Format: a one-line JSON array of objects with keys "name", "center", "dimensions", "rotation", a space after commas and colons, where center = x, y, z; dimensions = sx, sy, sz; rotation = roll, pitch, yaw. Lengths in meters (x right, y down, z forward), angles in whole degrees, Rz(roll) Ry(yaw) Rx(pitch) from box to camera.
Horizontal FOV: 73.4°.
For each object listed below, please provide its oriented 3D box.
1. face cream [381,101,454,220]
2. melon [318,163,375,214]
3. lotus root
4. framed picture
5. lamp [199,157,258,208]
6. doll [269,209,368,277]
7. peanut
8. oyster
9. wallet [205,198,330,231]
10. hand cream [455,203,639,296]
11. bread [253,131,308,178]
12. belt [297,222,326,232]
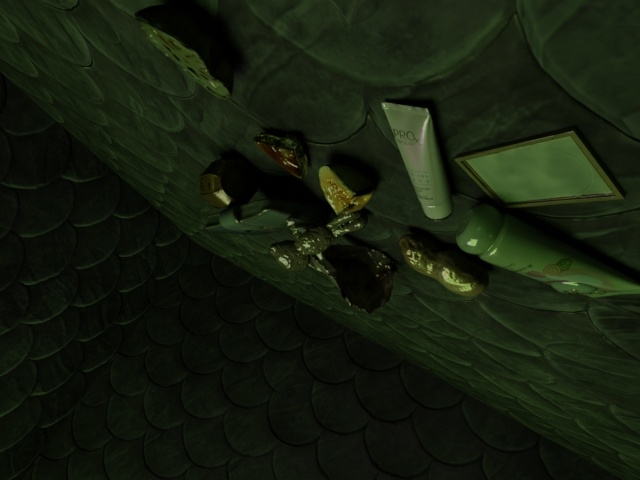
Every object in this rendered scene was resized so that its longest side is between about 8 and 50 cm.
[{"name": "face cream", "center": [0.177, -0.131, 0.731], "dimensions": [0.092, 0.058, 0.243], "rotation": [24, 157, 44]}, {"name": "melon", "center": [0.058, -0.127, 0.947], "dimensions": [0.128, 0.079, 0.160], "rotation": [51, 165, 2]}, {"name": "lotus root", "center": [-0.231, -0.359, 0.797], "dimensions": [0.204, 0.077, 0.183], "rotation": [37, 176, -1]}, {"name": "framed picture", "center": [0.314, -0.098, 0.638], "dimensions": [0.136, 0.010, 0.201], "rotation": [38, 164, -21]}, {"name": "lamp", "center": [-0.285, -0.173, 1.320], "dimensions": [0.161, 0.161, 0.185], "rotation": [41, 161, -27]}, {"name": "doll", "center": [-0.014, -0.009, 1.165], "dimensions": [0.203, 0.091, 0.285], "rotation": [19, 133, -12]}, {"name": "peanut", "center": [0.286, 0.055, 1.017], "dimensions": [0.228, 0.085, 0.104], "rotation": [29, 155, 20]}, {"name": "oyster", "center": [0.060, 0.089, 1.304], "dimensions": [0.337, 0.197, 0.133], "rotation": [27, 147, 6]}, {"name": "wallet", "center": [-0.173, -0.063, 1.294], "dimensions": [0.252, 0.083, 0.361], "rotation": [3, 172, -42]}, {"name": "hand cream", "center": [0.393, 0.030, 0.760], "dimensions": [0.306, 0.093, 0.147], "rotation": [23, 167, 0]}, {"name": "bread", "center": [-0.070, -0.196, 1.009], "dimensions": [0.154, 0.054, 0.136], "rotation": [25, 162, 45]}, {"name": "belt", "center": [-0.070, -0.057, 1.431], "dimensions": [0.232, 0.053, 0.071], "rotation": [24, 163, 28]}]
